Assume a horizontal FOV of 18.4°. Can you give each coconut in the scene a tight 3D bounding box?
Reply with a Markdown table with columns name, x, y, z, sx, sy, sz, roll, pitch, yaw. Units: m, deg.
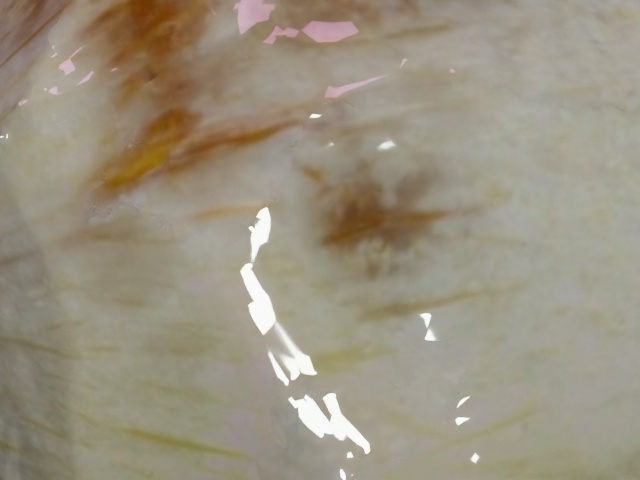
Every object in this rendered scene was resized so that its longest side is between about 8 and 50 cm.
| name | x | y | z | sx | sy | sz | roll | pitch | yaw |
| --- | --- | --- | --- | --- | --- | --- | --- | --- | --- |
| coconut | 0.000 | 0.000 | 0.717 | 0.415 | 0.345 | 0.415 | -6 | 22 | 2 |
